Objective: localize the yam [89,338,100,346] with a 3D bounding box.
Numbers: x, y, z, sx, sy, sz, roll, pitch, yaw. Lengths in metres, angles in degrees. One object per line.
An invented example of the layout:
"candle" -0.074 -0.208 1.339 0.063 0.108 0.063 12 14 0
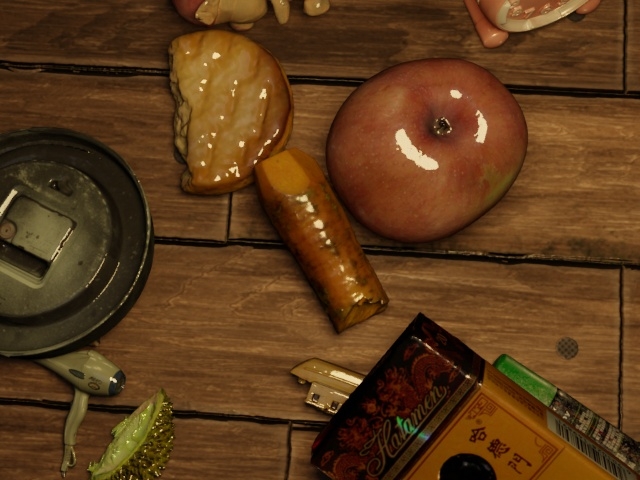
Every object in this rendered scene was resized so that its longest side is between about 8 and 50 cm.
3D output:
"yam" -0.516 0.124 1.502 0.327 0.045 0.045 10 110 4

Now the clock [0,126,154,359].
"clock" -0.455 0.004 1.478 0.386 0.076 0.386 0 71 1

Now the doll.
"doll" -0.120 -0.425 1.522 0.256 0.196 0.152 -14 106 -5

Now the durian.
"durian" -0.296 0.337 1.454 0.100 0.086 0.215 31 77 41

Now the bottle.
"bottle" 0.394 0.300 1.413 0.330 0.093 0.093 35 83 7

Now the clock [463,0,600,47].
"clock" 0.347 -0.442 1.472 0.227 0.241 0.142 -21 77 -1

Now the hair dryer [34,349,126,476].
"hair dryer" -0.418 0.253 1.483 0.167 0.067 0.199 33 97 16

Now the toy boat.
"toy boat" 0.045 0.244 1.455 0.200 0.057 0.077 19 87 5

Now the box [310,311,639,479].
"box" 0.223 0.330 1.344 0.415 0.116 0.264 37 109 1

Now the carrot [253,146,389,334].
"carrot" 0.000 0.000 1.445 0.114 0.114 0.302 -30 92 -3

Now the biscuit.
"biscuit" -0.148 -0.209 1.522 0.213 0.091 0.274 -2 79 4

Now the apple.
"apple" 0.162 -0.140 1.418 0.305 0.235 0.306 1 81 -8
